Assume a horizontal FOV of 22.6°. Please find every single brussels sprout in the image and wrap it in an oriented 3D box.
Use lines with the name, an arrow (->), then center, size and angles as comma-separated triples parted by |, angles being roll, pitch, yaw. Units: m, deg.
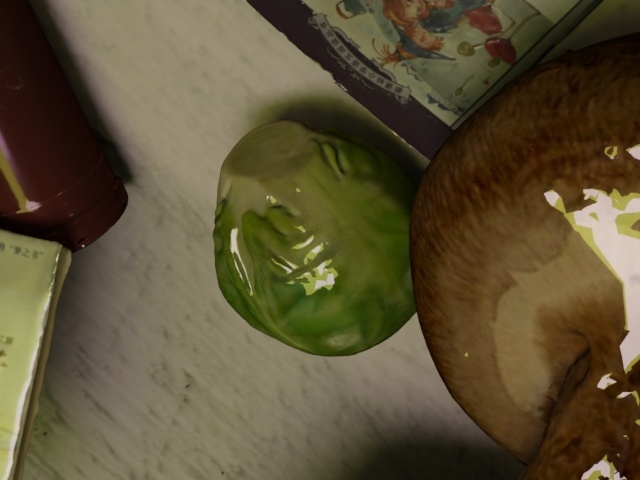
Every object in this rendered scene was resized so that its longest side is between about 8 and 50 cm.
brussels sprout -> 0.000, 0.002, 1.001 | 0.155, 0.117, 0.155 | 11, 135, 11

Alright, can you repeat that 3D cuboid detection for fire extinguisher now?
fire extinguisher -> -0.223, -0.115, 1.012 | 0.104, 0.105, 0.269 | -10, 118, 26

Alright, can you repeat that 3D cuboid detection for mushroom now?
mushroom -> 0.215, 0.034, 0.898 | 0.345, 0.239, 0.345 | -3, 128, -3

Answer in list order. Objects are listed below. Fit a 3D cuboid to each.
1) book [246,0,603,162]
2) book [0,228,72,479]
book -> 0.080, -0.163, 0.919 | 0.157, 0.026, 0.231 | 40, 126, -8
book -> -0.284, 0.118, 1.039 | 0.201, 0.026, 0.289 | 13, 99, 7
